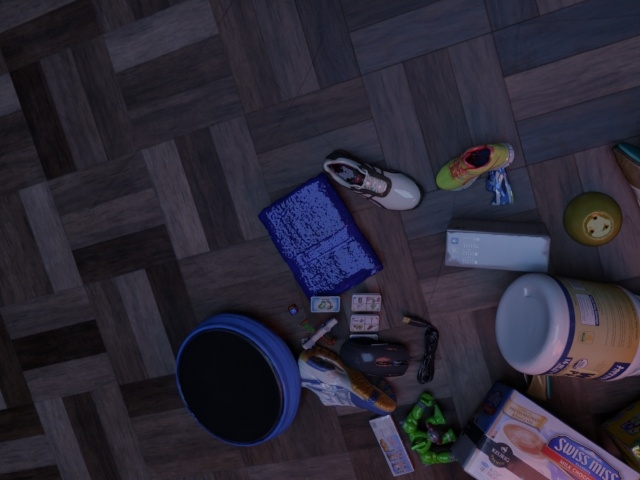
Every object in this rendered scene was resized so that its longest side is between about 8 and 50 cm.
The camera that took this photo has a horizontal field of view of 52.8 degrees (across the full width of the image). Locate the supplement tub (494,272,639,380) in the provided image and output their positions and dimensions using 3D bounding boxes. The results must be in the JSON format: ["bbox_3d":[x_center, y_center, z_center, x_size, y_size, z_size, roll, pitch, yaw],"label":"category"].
[{"bbox_3d":[0.590,0.201,1.471,0.316,0.228,0.228,9,106,-19],"label":"supplement tub"}]

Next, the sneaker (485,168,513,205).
[{"bbox_3d":[0.431,-0.151,1.585,0.059,0.053,0.144,-15,96,19],"label":"sneaker"}]

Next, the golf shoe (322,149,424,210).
[{"bbox_3d":[0.127,-0.141,1.634,0.273,0.120,0.105,22,104,8],"label":"golf shoe"}]

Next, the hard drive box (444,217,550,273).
[{"bbox_3d":[0.423,0.007,1.552,0.232,0.181,0.089,4,102,15],"label":"hard drive box"}]

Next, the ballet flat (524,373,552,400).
[{"bbox_3d":[0.550,0.296,1.635,0.073,0.080,0.232,5,101,30],"label":"ballet flat"}]

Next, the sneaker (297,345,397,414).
[{"bbox_3d":[0.066,0.408,1.780,0.297,0.112,0.130,28,118,15],"label":"sneaker"}]

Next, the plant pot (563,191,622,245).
[{"bbox_3d":[0.651,-0.043,1.526,0.134,0.095,0.134,3,102,14],"label":"plant pot"}]

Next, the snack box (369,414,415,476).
[{"bbox_3d":[0.201,0.573,1.810,0.064,0.022,0.178,-22,95,17],"label":"snack box"}]

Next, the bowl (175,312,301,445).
[{"bbox_3d":[-0.242,0.400,1.826,0.391,0.077,0.390,7,106,24],"label":"bowl"}]

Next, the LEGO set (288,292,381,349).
[{"bbox_3d":[0.035,0.214,1.744,0.245,0.060,0.182,-1,118,-3],"label":"LEGO set"}]

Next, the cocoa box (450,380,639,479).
[{"bbox_3d":[0.535,0.538,1.573,0.347,0.231,0.228,34,87,8],"label":"cocoa box"}]

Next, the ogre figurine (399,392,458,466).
[{"bbox_3d":[0.295,0.520,1.738,0.118,0.097,0.197,-30,104,7],"label":"ogre figurine"}]

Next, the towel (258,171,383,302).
[{"bbox_3d":[0.000,0.000,1.723,0.228,0.076,0.308,-31,94,15],"label":"towel"}]

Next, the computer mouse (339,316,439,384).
[{"bbox_3d":[0.189,0.287,1.714,0.262,0.060,0.184,12,103,1],"label":"computer mouse"}]

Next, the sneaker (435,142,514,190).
[{"bbox_3d":[0.354,-0.184,1.552,0.209,0.094,0.081,-30,71,39],"label":"sneaker"}]

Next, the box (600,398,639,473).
[{"bbox_3d":[0.881,0.496,1.502,0.279,0.177,0.290,-35,91,3],"label":"box"}]

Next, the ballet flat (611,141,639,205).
[{"bbox_3d":[0.814,-0.110,1.476,0.343,0.116,0.124,21,125,6],"label":"ballet flat"}]
